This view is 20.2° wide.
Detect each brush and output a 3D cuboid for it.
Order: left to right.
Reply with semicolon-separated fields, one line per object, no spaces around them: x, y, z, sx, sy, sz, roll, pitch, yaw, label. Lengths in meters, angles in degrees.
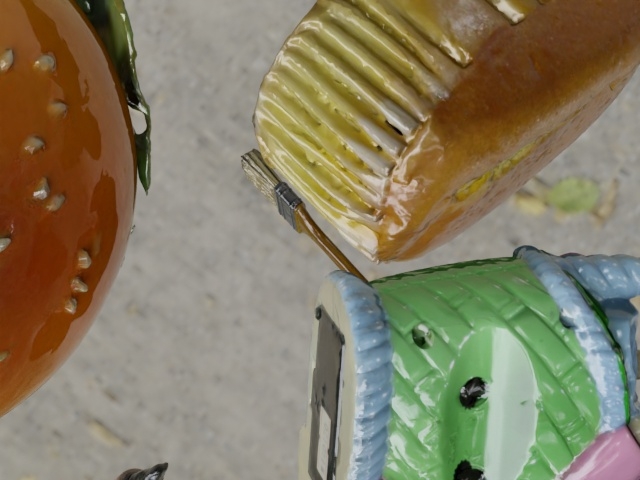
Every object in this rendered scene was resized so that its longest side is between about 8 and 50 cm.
0.000;0.000;1.284;0.170;0.014;0.043;48;167;22;brush

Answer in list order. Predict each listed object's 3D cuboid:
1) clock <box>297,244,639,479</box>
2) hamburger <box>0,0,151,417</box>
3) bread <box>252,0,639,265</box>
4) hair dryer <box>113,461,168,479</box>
0.092;0.097;0.760;0.195;0.100;0.194;1;109;-13;clock
-0.179;-0.029;0.661;0.246;0.246;0.170;58;-178;-29;hamburger
0.106;-0.113;1.220;0.156;0.288;0.204;42;152;20;bread
-0.226;0.285;1.608;0.107;0.189;0.344;49;134;10;hair dryer
